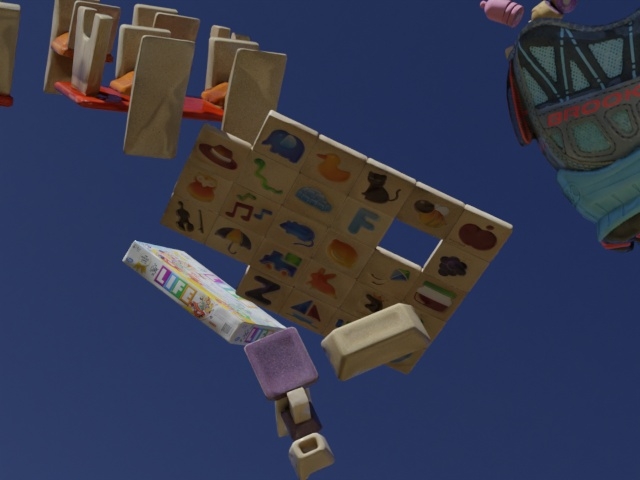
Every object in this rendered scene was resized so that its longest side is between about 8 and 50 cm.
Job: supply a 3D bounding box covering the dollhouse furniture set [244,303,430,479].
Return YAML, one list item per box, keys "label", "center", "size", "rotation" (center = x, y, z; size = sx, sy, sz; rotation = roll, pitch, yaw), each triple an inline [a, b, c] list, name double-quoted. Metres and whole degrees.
- label: "dollhouse furniture set"
  center: [0.022, 0.101, 0.955]
  size: [0.114, 0.091, 0.081]
  rotation: [-22, -30, -10]

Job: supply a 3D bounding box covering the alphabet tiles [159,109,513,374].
- label: "alphabet tiles"
  center: [0.000, 0.000, 1.143]
  size: [0.237, 0.009, 0.198]
  rotation: [26, -43, -5]

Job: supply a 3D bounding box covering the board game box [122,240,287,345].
- label: "board game box"
  center: [-0.118, 0.056, 1.533]
  size: [0.154, 0.103, 0.026]
  rotation: [35, -82, 24]

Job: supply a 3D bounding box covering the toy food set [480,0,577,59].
- label: "toy food set"
  center: [0.165, -0.209, 1.205]
  size: [0.078, 0.122, 0.019]
  rotation: [-13, -23, 7]

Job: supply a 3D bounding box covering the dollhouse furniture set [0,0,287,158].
- label: "dollhouse furniture set"
  center: [-0.186, -0.119, 1.213]
  size: [0.259, 0.262, 0.135]
  rotation: [4, -76, -26]

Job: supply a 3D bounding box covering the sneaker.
- label: "sneaker"
  center: [0.190, -0.116, 0.619]
  size: [0.125, 0.262, 0.104]
  rotation: [52, -9, 10]
